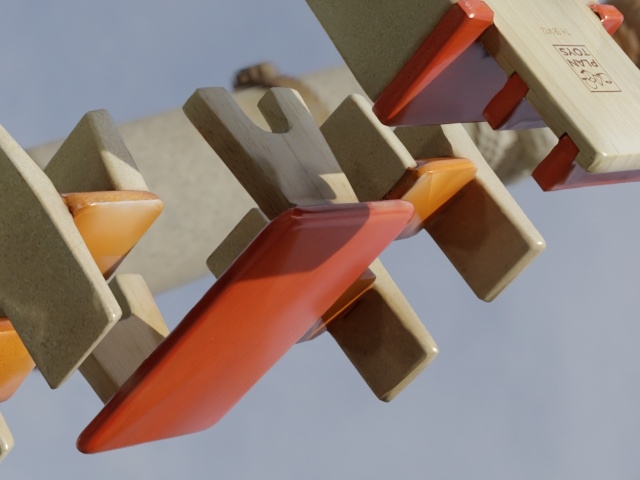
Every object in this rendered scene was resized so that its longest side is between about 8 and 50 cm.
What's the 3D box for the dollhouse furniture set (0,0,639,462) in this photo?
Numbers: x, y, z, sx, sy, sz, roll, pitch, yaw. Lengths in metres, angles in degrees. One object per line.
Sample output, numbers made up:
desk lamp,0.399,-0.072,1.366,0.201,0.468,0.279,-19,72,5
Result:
dollhouse furniture set,0.000,0.000,0.700,0.259,0.262,0.135,-48,-115,32
